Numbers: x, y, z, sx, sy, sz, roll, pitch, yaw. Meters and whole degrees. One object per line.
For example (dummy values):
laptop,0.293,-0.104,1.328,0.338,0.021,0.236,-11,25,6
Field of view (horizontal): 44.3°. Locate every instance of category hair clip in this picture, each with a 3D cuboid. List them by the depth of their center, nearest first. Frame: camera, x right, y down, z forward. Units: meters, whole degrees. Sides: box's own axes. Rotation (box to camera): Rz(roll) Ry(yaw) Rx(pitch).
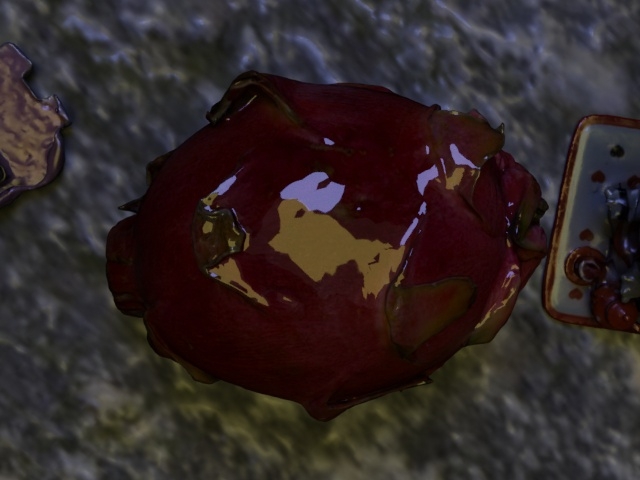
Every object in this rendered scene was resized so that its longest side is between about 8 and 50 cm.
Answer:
hair clip,-0.288,-0.098,0.625,0.146,0.056,0.187,-36,106,1

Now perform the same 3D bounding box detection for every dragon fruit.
dragon fruit,-0.004,-0.001,0.563,0.315,0.250,0.250,17,96,12

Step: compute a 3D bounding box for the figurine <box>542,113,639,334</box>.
figurine,0.287,0.004,0.572,0.160,0.226,0.183,8,97,-5
